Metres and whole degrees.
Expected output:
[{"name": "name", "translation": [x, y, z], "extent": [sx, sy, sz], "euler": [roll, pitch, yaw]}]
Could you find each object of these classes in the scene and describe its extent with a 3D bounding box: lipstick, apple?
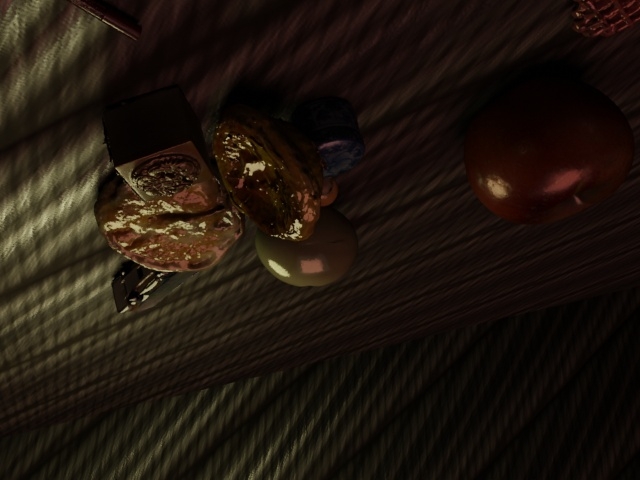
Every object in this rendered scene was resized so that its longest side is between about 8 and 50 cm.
[{"name": "lipstick", "translation": [-0.330, -0.334, 0.907], "extent": [0.027, 0.027, 0.176], "euler": [-29, 152, 27]}, {"name": "apple", "translation": [0.493, -0.195, 1.422], "extent": [0.349, 0.276, 0.348], "euler": [-16, 157, -7]}]

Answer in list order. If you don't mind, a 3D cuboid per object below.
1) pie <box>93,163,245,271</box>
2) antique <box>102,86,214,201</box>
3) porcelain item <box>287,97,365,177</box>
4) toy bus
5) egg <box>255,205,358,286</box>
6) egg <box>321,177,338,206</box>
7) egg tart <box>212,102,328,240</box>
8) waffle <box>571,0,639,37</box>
[{"name": "pie", "translation": [-0.323, -0.054, 1.416], "extent": [0.339, 0.077, 0.339], "euler": [-10, 138, -9]}, {"name": "antique", "translation": [-0.289, -0.164, 1.157], "extent": [0.152, 0.148, 0.146], "euler": [-19, 158, 1]}, {"name": "porcelain item", "translation": [0.012, -0.201, 1.303], "extent": [0.147, 0.114, 0.147], "euler": [-13, 155, -6]}, {"name": "toy bus", "translation": [-0.416, 0.083, 1.670], "extent": [0.317, 0.112, 0.138], "euler": [-33, 155, 36]}, {"name": "egg", "translation": [-0.032, 0.009, 1.608], "extent": [0.269, 0.219, 0.219], "euler": [-2, 153, -25]}, {"name": "egg", "translation": [0.002, -0.119, 1.522], "extent": [0.080, 0.080, 0.096], "euler": [-12, 164, -8]}, {"name": "egg tart", "translation": [-0.090, -0.135, 1.231], "extent": [0.115, 0.290, 0.290], "euler": [-36, 168, -31]}, {"name": "waffle", "translation": [0.566, -0.457, 1.163], "extent": [0.221, 0.055, 0.234], "euler": [-11, 157, -10]}]
